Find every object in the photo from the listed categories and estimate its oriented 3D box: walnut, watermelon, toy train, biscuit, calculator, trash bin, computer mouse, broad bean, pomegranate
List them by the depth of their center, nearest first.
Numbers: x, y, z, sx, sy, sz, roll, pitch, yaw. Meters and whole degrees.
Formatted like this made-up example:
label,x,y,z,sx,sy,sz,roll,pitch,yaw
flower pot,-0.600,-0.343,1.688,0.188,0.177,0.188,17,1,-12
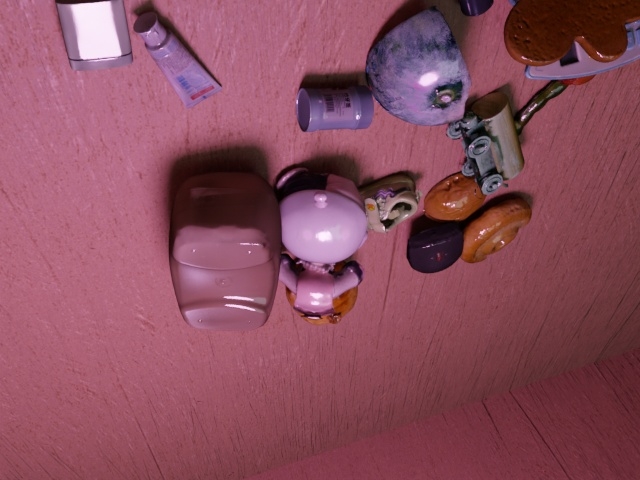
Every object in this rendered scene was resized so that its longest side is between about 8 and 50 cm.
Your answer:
label,x,y,z,sx,sy,sz,roll,pitch,yaw
trash bin,-0.408,-0.382,1.115,0.116,0.059,0.129,-12,139,-17
biscuit,0.576,-0.517,1.323,0.432,0.283,0.064,-34,179,-3
watermelon,0.224,-0.343,1.387,0.188,0.175,0.321,-28,140,4
calculator,0.614,-0.508,1.389,0.387,0.054,0.256,-17,99,-5
toy train,0.461,-0.246,1.646,0.190,0.126,0.307,-28,137,7
broad bean,0.587,-0.360,1.663,0.069,0.039,0.226,15,129,-30
walnut,0.410,-0.114,1.815,0.211,0.087,0.167,-34,137,12
pomegranate,0.004,0.151,1.816,0.216,0.215,0.215,-14,140,-12
computer mouse,0.355,0.041,1.899,0.170,0.100,0.269,-21,160,2
biscuit,0.547,-0.024,1.970,0.213,0.091,0.274,3,140,-49

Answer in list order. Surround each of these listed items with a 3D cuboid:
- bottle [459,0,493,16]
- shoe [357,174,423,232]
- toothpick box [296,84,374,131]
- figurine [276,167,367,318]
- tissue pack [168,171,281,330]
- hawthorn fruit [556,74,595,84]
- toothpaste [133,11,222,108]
label,x,y,z,sx,sy,sz,roll,pitch,yaw
bottle,0.298,-0.573,1.243,0.082,0.072,0.244,-34,141,4
shoe,0.152,-0.094,1.696,0.262,0.128,0.140,-27,128,-1
toothpick box,0.032,-0.300,1.398,0.153,0.101,0.101,-7,138,-20
figurine,0.010,0.000,1.594,0.253,0.211,0.361,-1,117,-11
tissue pack,-0.229,0.016,1.500,0.268,0.276,0.387,-1,136,-6
hawthorn fruit,0.622,-0.464,1.490,0.148,0.148,0.172,27,103,-44
toothpaste,-0.284,-0.350,1.224,0.089,0.057,0.234,-27,148,6
